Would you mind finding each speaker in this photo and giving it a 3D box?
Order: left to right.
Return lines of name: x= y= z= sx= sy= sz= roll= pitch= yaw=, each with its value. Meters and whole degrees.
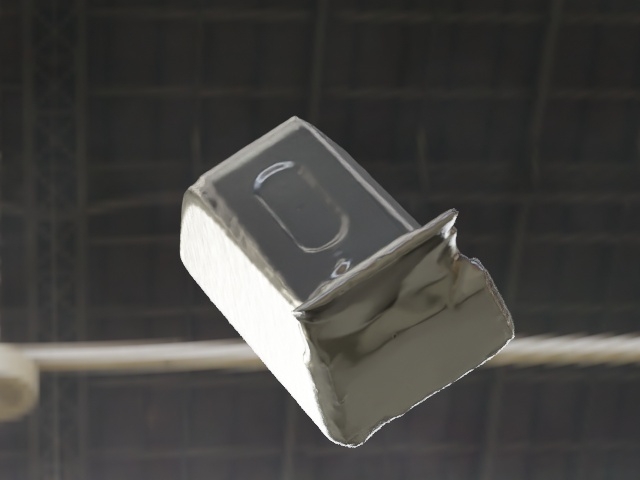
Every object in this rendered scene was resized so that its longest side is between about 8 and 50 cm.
speaker: x=0.000 y=0.000 z=1.624 sx=0.180 sy=0.388 sz=0.184 roll=-33 pitch=-55 yaw=-8
